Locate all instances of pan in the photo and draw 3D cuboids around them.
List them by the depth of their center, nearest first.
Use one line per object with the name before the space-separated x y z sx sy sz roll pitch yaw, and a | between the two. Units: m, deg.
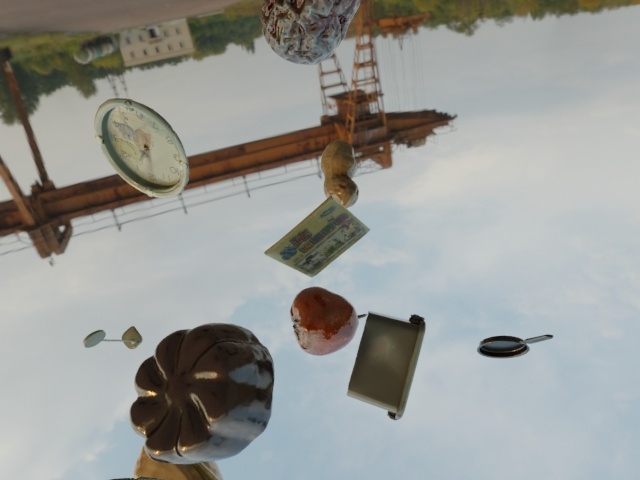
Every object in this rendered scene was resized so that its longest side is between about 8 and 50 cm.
pan | 0.517 0.271 1.315 0.136 0.235 0.028 18 -120 -19

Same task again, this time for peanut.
peanut | 0.051 -0.166 1.281 0.086 0.104 0.227 20 -130 -29

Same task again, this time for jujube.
jujube | -0.010 -0.557 1.108 0.226 0.317 0.226 15 -132 -18

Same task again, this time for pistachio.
pistachio | -0.442 0.741 1.564 0.321 0.238 0.229 23 -138 26

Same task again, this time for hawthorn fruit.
hawthorn fruit | 0.028 0.228 1.422 0.226 0.196 0.196 -3 -157 -14

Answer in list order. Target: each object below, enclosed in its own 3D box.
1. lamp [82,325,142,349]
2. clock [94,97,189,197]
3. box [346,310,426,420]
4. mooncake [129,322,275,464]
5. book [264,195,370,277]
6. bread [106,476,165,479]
lamp | -0.491 0.224 1.166 0.050 0.198 0.056 -44 -108 -2
clock | -0.371 -0.200 1.064 0.237 0.236 0.053 3 -139 28
box | 0.151 0.281 1.175 0.135 0.243 0.163 15 177 6
mooncake | -0.248 0.315 1.035 0.306 0.154 0.306 -13 -116 29
book | 0.000 0.000 0.989 0.168 0.192 0.013 -40 -120 11
bread | -0.406 0.550 1.045 0.094 0.157 0.083 -30 -129 18
